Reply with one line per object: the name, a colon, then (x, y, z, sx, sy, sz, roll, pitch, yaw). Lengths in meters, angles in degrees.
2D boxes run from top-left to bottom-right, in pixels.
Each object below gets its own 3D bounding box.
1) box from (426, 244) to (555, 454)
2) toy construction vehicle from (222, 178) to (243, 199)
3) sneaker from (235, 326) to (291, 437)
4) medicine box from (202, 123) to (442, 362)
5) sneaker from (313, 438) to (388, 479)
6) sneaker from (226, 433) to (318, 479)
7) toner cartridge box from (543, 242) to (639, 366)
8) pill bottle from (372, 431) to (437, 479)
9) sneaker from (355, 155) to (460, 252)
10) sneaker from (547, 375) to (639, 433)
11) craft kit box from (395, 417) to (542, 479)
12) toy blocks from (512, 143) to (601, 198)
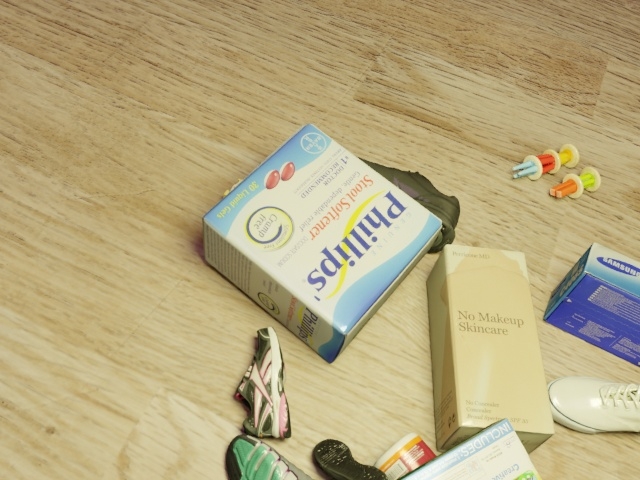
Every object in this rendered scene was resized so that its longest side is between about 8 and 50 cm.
box: (0.258, 0.169, 1.033, 0.148, 0.121, 0.311, 5, 55, -5)
toy construction vehicle: (-0.140, -0.062, 1.185, 0.086, 0.035, 0.098, 27, 55, 10)
sneaker: (-0.091, 0.212, 0.982, 0.077, 0.072, 0.178, -8, 50, -2)
medicine box: (0.000, 0.000, 1.072, 0.289, 0.149, 0.263, 38, 64, 13)
sneaker: (0.056, 0.349, 0.909, 0.051, 0.089, 0.170, -29, 27, -31)
sneaker: (-0.036, 0.351, 0.903, 0.224, 0.098, 0.083, 34, 99, 33)
toner cartridge box: (0.571, 0.146, 1.075, 0.348, 0.165, 0.075, 26, 54, 9)
pill bottle: (0.150, 0.352, 0.909, 0.086, 0.086, 0.152, -31, 66, -27)
sneaker: (0.131, -0.089, 1.221, 0.286, 0.109, 0.130, 31, 46, 5)
sneaker: (0.482, 0.254, 1.028, 0.258, 0.091, 0.094, 7, 54, -4)
craft kit box: (0.191, 0.390, 0.805, 0.250, 0.061, 0.246, -23, 71, -17)
toy blocks: (0.474, -0.130, 1.322, 0.148, 0.054, 0.123, -18, 59, -21)
